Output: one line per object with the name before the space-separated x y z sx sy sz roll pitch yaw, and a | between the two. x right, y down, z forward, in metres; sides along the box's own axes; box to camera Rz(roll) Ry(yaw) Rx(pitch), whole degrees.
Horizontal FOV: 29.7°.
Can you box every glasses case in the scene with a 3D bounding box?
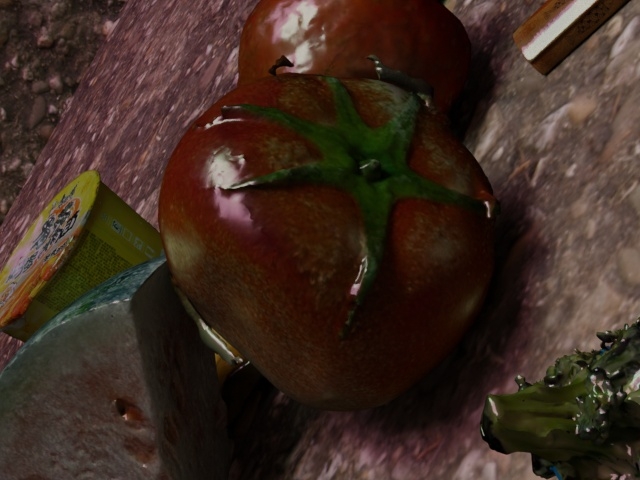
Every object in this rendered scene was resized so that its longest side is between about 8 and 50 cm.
glasses case | 0.264 -0.242 1.181 0.170 0.041 0.064 -42 28 27

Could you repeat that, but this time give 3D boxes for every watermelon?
watermelon | -0.188 0.192 1.188 0.387 0.258 0.228 -54 -14 31

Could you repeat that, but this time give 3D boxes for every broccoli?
broccoli | 0.169 0.119 0.751 0.167 0.160 0.154 -104 25 -47

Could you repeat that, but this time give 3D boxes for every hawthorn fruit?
hawthorn fruit | 0.036 -0.190 1.304 0.262 0.258 0.258 -50 21 -20

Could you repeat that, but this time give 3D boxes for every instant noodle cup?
instant noodle cup | -0.306 0.062 1.657 0.264 0.200 0.264 -41 27 27

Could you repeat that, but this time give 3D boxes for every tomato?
tomato | 0.000 0.000 1.062 0.239 0.303 0.303 123 164 -47

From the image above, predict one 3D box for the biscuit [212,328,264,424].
biscuit | -0.145 0.135 1.425 0.329 0.078 0.335 -6 53 56
